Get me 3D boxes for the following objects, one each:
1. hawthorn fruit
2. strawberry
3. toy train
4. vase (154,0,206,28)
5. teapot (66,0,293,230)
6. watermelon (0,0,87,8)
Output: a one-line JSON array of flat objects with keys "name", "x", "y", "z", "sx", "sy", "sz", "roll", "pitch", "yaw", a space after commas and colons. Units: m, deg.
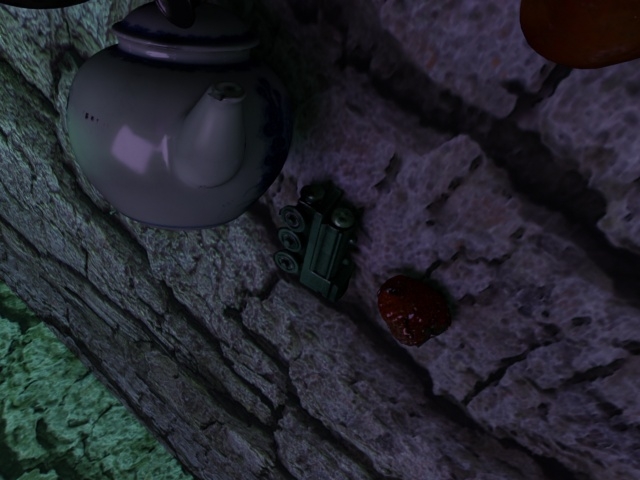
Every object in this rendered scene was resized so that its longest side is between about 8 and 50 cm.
[{"name": "hawthorn fruit", "x": 0.201, "y": -0.181, "z": 0.479, "sx": 0.125, "sy": 0.140, "sz": 0.125, "roll": 20, "pitch": 113, "yaw": 60}, {"name": "strawberry", "x": 0.114, "y": 0.088, "z": 0.878, "sx": 0.096, "sy": 0.083, "sz": 0.083, "roll": 54, "pitch": 147, "yaw": 2}, {"name": "toy train", "x": 0.000, "y": 0.000, "z": 0.932, "sx": 0.111, "sy": 0.071, "sz": 0.171, "roll": 29, "pitch": 142, "yaw": 12}, {"name": "vase", "x": -0.083, "y": -0.261, "z": 0.664, "sx": 0.059, "sy": 0.167, "sz": 0.059, "roll": 30, "pitch": 144, "yaw": 26}, {"name": "teapot", "x": -0.155, "y": -0.166, "z": 0.787, "sx": 0.424, "sy": 0.252, "sz": 0.280, "roll": -131, "pitch": 43, "yaw": -57}, {"name": "watermelon", "x": -0.285, "y": -0.371, "z": 0.675, "sx": 0.359, "sy": 0.278, "sz": 0.279, "roll": 46, "pitch": 158, "yaw": 56}]
